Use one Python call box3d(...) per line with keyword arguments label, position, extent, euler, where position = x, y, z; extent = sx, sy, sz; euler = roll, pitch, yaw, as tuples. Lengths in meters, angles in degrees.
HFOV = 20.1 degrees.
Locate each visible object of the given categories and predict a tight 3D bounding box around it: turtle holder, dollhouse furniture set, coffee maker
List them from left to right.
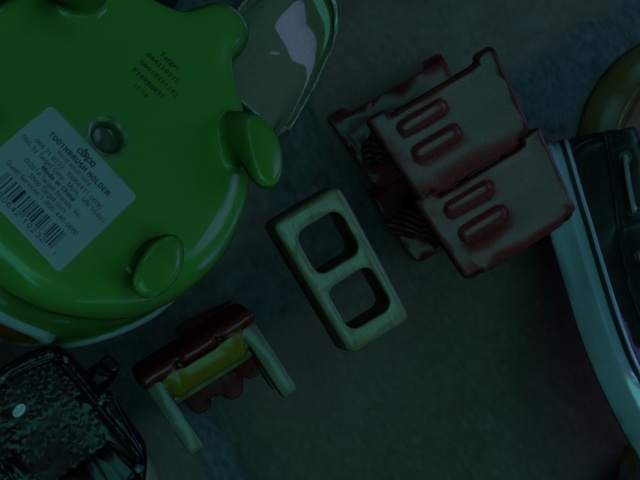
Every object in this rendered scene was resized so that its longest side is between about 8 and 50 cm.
box3d(label="coffee maker", position=(-0.189, 0.176, 1.297), extent=(0.120, 0.178, 0.171), euler=(-15, 79, -14))
box3d(label="turtle holder", position=(-0.182, -0.071, 1.310), extent=(0.243, 0.227, 0.320), euler=(22, 60, -23))
box3d(label="dollhouse furniture set", position=(0.000, 0.000, 1.475), extent=(0.374, 0.201, 0.152), euler=(-31, 98, -8))

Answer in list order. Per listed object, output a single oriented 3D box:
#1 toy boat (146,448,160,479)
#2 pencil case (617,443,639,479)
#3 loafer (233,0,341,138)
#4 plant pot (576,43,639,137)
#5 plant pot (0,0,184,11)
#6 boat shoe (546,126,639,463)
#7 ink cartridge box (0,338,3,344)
box3d(label="toy boat", position=(-0.215, 0.285, 1.439), extent=(0.267, 0.148, 0.318), euler=(-39, 89, -18))
box3d(label="pencil case", position=(0.285, 0.314, 1.590), extent=(0.124, 0.113, 0.273), euler=(15, 83, 29))
box3d(label="loafer", position=(-0.064, -0.116, 1.504), extent=(0.102, 0.092, 0.268), euler=(35, 80, -13))
box3d(label="plant pot", position=(0.348, -0.075, 1.657), extent=(0.236, 0.032, 0.236), euler=(0, 90, -17))
box3d(label="plant pot", position=(-0.269, -0.231, 1.369), extent=(0.293, 0.293, 0.196), euler=(-26, 70, -15))
box3d(label="boat shoe", position=(0.277, 0.052, 1.532), extent=(0.119, 0.121, 0.335), euler=(-22, 73, 12))
box3d(label="ink cartridge box", position=(-0.353, 0.114, 1.364), extent=(0.165, 0.065, 0.332), euler=(21, 66, 2))
